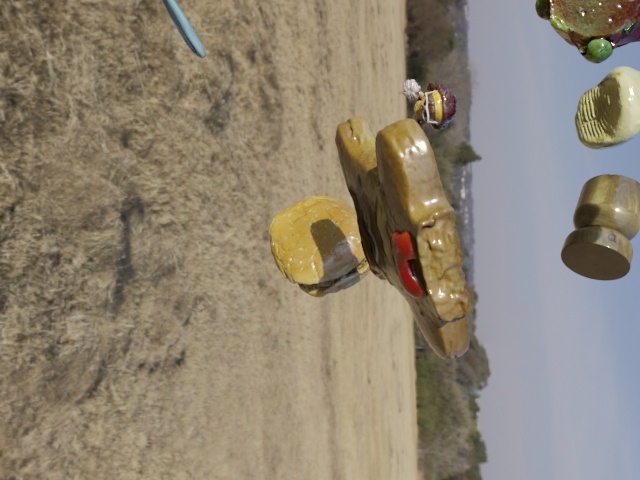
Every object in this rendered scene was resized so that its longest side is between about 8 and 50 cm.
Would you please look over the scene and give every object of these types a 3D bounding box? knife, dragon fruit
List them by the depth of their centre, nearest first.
[{"bbox_3d":[-0.293,-0.454,0.890,0.019,0.045,0.313,-51,128,-27],"label":"knife"},{"bbox_3d":[0.577,-0.498,1.032,0.130,0.269,0.295,-11,118,-66],"label":"dragon fruit"}]

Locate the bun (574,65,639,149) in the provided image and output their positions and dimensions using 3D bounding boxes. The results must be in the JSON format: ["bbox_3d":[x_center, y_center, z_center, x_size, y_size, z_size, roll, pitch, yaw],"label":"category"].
[{"bbox_3d":[0.825,-0.364,1.442,0.229,0.145,0.229,178,-90,-71],"label":"bun"}]

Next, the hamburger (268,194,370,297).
[{"bbox_3d":[0.000,0.001,1.339,0.283,0.260,0.144,48,-11,47],"label":"hamburger"}]

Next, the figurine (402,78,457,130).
[{"bbox_3d":[0.311,-0.382,1.507,0.240,0.116,0.174,-151,-124,-72],"label":"figurine"}]

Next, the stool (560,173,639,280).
[{"bbox_3d":[0.825,-0.040,1.507,0.264,0.179,0.179,-60,152,-26],"label":"stool"}]

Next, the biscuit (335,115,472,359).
[{"bbox_3d":[0.109,-0.028,0.828,0.394,0.077,0.368,-120,-169,-63],"label":"biscuit"}]
